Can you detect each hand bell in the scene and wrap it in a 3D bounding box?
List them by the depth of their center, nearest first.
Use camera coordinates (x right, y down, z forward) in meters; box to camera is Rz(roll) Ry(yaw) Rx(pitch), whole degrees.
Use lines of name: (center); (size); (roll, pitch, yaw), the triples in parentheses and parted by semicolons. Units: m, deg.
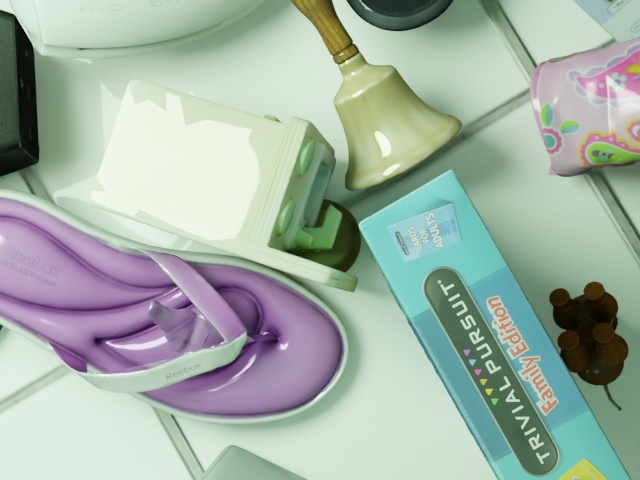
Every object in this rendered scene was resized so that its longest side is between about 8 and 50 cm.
hand bell: (0.020, -0.181, 0.878); (0.126, 0.126, 0.242); (-30, 103, 3)

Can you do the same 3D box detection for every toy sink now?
toy sink: (-0.065, -0.051, 0.885); (0.234, 0.153, 0.131); (19, 89, 12)

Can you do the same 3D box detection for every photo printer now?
photo printer: (-0.198, -0.329, 0.901); (0.256, 0.107, 0.308); (-19, 87, -23)

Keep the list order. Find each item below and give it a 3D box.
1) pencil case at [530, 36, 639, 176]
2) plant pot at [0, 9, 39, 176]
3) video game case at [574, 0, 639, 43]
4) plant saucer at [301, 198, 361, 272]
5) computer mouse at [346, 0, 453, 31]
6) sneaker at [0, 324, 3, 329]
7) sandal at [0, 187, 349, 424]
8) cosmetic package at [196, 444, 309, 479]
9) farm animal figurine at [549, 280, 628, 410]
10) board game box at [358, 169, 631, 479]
pencil case: (0.330, -0.127, 0.836); (0.284, 0.124, 0.124); (-8, 88, 28)
plant pot: (-0.367, -0.140, 0.917); (0.166, 0.188, 0.188); (-3, 88, -10)
video game case: (0.330, -0.299, 0.822); (0.244, 0.061, 0.269); (39, 130, -12)
plant saucer: (0.000, 0.000, 0.960); (0.083, 0.015, 0.084); (0, 88, 4)
computer mouse: (0.102, -0.319, 0.941); (0.188, 0.072, 0.272); (17, 77, 6)
sneaker: (-0.437, 0.024, 0.960); (0.226, 0.163, 0.086); (41, 65, -34)
sandal: (-0.173, 0.077, 0.900); (0.416, 0.102, 0.170); (18, 92, -7)
cosmetic package: (0.006, 0.422, 0.792); (0.393, 0.327, 0.330); (25, 90, 4)
farm animal figurine: (0.394, 0.070, 0.847); (0.330, 0.172, 0.327); (-38, 45, 2)
board game box: (0.128, 0.085, 0.788); (0.079, 0.336, 0.254); (-30, 86, 3)
